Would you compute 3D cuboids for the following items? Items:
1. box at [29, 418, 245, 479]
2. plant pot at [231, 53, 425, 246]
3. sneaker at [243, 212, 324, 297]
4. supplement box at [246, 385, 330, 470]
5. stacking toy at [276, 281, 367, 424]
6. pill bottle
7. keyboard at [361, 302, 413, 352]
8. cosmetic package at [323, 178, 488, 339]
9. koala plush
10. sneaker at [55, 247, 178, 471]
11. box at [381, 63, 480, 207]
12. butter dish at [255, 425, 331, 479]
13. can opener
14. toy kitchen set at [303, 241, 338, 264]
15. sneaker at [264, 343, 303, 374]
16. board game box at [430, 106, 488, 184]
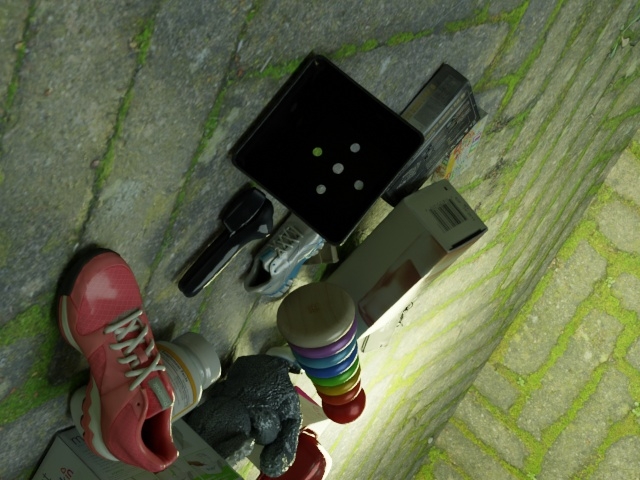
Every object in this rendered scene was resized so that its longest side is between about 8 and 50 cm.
[{"bbox_3d":[-0.266,0.380,1.623,0.126,0.231,0.262,-58,159,19],"label":"box"},{"bbox_3d":[0.017,-0.110,1.470,0.188,0.187,0.167,-51,172,-1],"label":"plant pot"},{"bbox_3d":[-0.057,0.016,1.677,0.083,0.071,0.190,-2,128,-57],"label":"sneaker"},{"bbox_3d":[-0.084,0.380,2.187,0.114,0.111,0.220,-55,159,13],"label":"supplement box"},{"bbox_3d":[0.023,0.232,1.974,0.141,0.141,0.330,-42,139,-24],"label":"stacking toy"},{"bbox_3d":[-0.247,0.217,1.547,0.208,0.118,0.117,-32,153,-41],"label":"pill bottle"},{"bbox_3d":[0.151,0.186,2.482,0.100,0.038,0.192,-11,143,-26],"label":"keyboard"},{"bbox_3d":[0.146,0.037,1.950,0.153,0.129,0.296,-28,165,-47],"label":"cosmetic package"},{"bbox_3d":[-0.155,0.309,1.832,0.221,0.196,0.203,-18,131,-55],"label":"koala plush"},{"bbox_3d":[-0.233,0.155,1.338,0.116,0.136,0.313,-31,126,-40],"label":"sneaker"},{"bbox_3d":[0.176,-0.174,1.854,0.231,0.056,0.183,-50,160,-1],"label":"box"},{"bbox_3d":[-0.033,0.456,2.089,0.160,0.118,0.160,-49,160,-5],"label":"butter dish"},{"bbox_3d":[-0.136,0.006,1.527,0.186,0.073,0.059,-48,-161,2],"label":"can opener"},{"bbox_3d":[0.000,0.000,1.776,0.075,0.083,0.068,-20,102,-55],"label":"toy kitchen set"},{"bbox_3d":[-0.039,0.220,2.073,0.237,0.085,0.086,19,77,-63],"label":"sneaker"},{"bbox_3d":[0.272,-0.179,2.092,0.103,0.026,0.154,-39,157,-30],"label":"board game box"}]
